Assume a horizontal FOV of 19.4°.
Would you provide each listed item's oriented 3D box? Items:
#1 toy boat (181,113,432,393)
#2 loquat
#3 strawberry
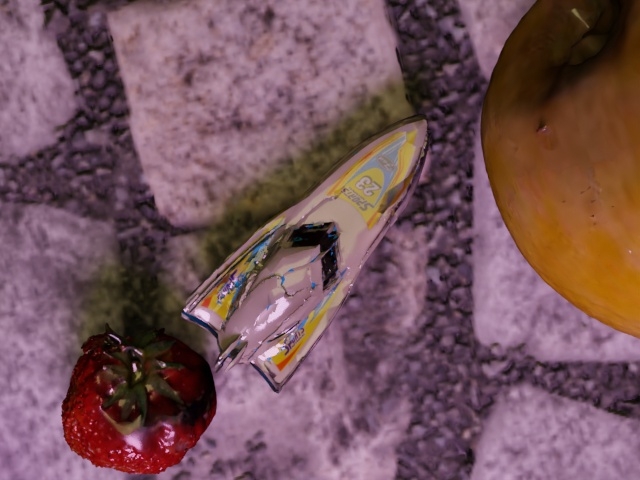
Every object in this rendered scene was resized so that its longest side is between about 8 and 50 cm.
[{"bbox_3d":[0.000,0.000,1.200,0.084,0.066,0.210,40,98,1],"label":"toy boat"},{"bbox_3d":[0.241,-0.066,1.078,0.275,0.275,0.274,1,95,7],"label":"loquat"},{"bbox_3d":[-0.120,0.108,1.215,0.106,0.106,0.106,1,95,7],"label":"strawberry"}]
